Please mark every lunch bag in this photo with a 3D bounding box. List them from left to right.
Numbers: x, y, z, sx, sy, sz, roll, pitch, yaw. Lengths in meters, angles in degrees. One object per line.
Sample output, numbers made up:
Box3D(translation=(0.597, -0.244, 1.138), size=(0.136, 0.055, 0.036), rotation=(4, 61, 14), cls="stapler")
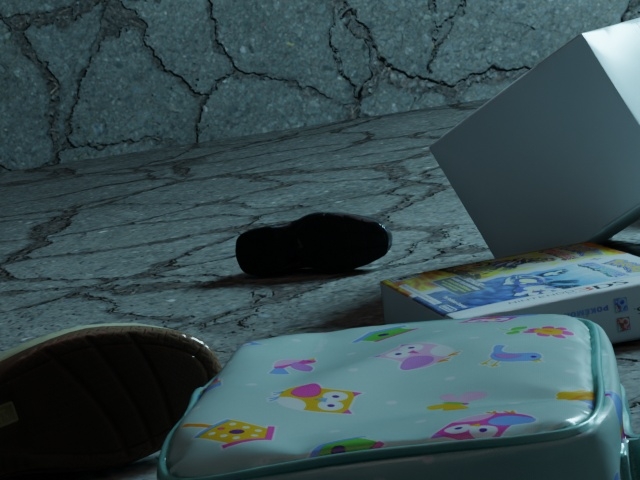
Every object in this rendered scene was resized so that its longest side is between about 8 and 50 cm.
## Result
Box3D(translation=(0.050, 0.112, 0.882), size=(0.224, 0.108, 0.279), rotation=(-4, 10, 9), cls="lunch bag")

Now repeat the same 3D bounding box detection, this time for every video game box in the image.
Box3D(translation=(0.161, 0.048, 1.385), size=(0.187, 0.048, 0.205), rotation=(-8, 9, -13), cls="video game box")

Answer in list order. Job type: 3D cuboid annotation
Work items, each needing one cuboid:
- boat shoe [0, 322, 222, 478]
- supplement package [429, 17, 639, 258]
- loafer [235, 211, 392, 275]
Box3D(translation=(-0.195, 0.110, 1.192), size=(0.257, 0.095, 0.095), rotation=(-11, 3, -15), cls="boat shoe")
Box3D(translation=(0.247, -0.087, 1.606), size=(0.194, 0.149, 0.203), rotation=(-36, -9, 36), cls="supplement package")
Box3D(translation=(0.000, 0.000, 1.805), size=(0.170, 0.062, 0.061), rotation=(-2, 6, 29), cls="loafer")
